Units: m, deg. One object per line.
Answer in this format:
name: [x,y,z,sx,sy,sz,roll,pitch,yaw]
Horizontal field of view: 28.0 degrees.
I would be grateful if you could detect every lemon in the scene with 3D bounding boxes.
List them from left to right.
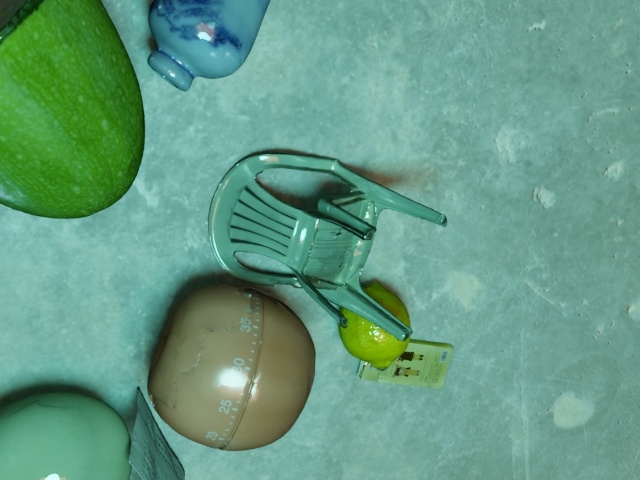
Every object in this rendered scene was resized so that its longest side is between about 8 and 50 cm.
lemon: [0.081,0.128,1.906,0.109,0.109,0.133,-6,83,-16]

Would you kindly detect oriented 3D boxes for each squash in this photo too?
squash: [-0.332,-0.155,1.568,0.310,0.310,0.309,-40,118,-1]

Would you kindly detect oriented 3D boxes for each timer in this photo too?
timer: [-0.127,0.177,1.794,0.214,0.229,0.230,21,102,-17]

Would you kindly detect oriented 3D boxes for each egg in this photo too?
egg: [-0.386,0.325,1.770,0.269,0.219,0.219,-39,117,-13]

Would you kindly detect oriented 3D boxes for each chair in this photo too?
chair: [0.000,0.000,1.795,0.190,0.274,0.203,2,109,-44]

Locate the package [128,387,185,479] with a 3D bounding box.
package: [-0.227,0.364,1.844,0.062,0.204,0.251,-11,115,-3]

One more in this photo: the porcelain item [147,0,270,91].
porcelain item: [-0.126,-0.314,1.670,0.141,0.141,0.259,39,85,-26]

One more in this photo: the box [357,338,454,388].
box: [0.131,0.189,1.998,0.149,0.020,0.073,10,107,-21]
